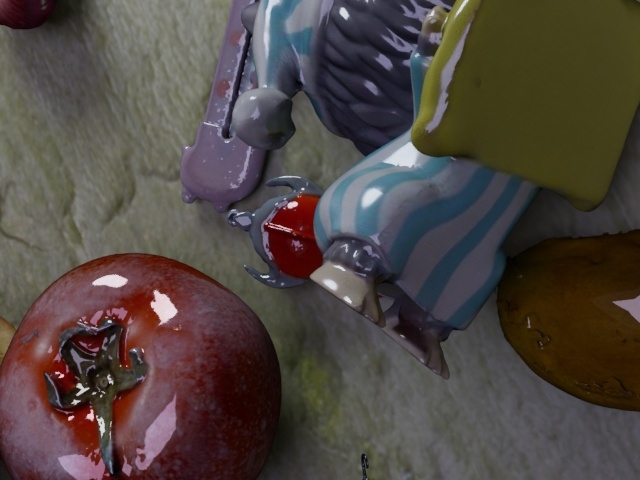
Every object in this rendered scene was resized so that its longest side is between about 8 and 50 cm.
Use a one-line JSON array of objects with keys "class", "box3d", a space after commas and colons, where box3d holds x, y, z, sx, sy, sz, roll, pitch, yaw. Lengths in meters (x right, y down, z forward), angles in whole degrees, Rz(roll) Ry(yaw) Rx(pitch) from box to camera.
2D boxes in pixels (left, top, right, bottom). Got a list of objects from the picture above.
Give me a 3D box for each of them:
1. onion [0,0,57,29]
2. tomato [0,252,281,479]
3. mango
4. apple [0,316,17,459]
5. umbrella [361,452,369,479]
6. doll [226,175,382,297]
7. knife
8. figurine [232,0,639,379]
[{"class": "onion", "box3d": [-0.295, -0.302, 1.317, 0.150, 0.140, 0.150, 42, 144, 40]}, {"class": "tomato", "box3d": [-0.165, 0.153, 1.185, 0.270, 0.227, 0.270, -6, 69, 15]}, {"class": "mango", "box3d": [0.265, 0.059, 1.063, 0.249, 0.151, 0.156, 8, 62, 28]}, {"class": "apple", "box3d": [-0.392, 0.146, 1.288, 0.164, 0.209, 0.209, -44, 74, 9]}, {"class": "umbrella", "box3d": [0.048, 0.275, 1.210, 0.022, 0.022, 0.148, -6, 97, -14]}, {"class": "doll", "box3d": [0.000, -0.001, 1.208, 0.195, 0.062, 0.104, 15, 113, 14]}, {"class": "knife", "box3d": [-0.058, -0.221, 1.244, 0.132, 0.038, 0.398, 16, 97, 24]}, {"class": "figurine", "box3d": [0.049, -0.123, 1.102, 0.378, 0.266, 0.361, 25, 80, 49]}]
